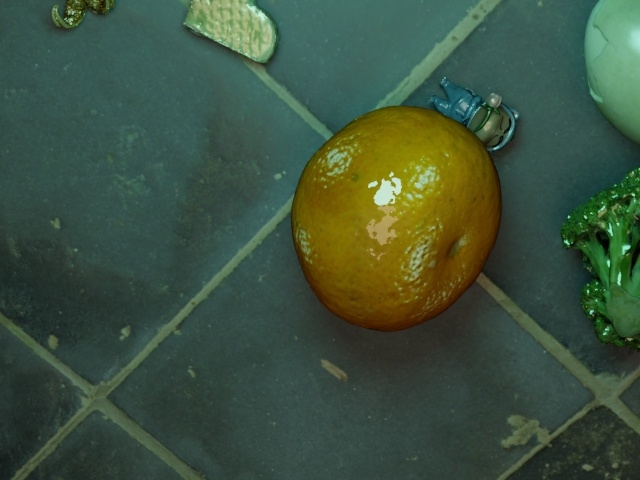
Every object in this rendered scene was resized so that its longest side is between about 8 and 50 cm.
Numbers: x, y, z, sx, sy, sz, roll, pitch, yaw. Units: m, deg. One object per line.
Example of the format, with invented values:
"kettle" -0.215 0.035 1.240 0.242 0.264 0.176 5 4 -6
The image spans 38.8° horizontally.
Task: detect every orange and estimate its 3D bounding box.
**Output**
"orange" 0.133 -0.043 1.690 0.326 0.423 0.424 33 114 37

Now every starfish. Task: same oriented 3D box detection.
"starfish" -0.449 -0.492 1.714 0.189 0.074 0.146 -20 109 9

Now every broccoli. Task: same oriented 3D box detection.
"broccoli" 0.638 0.032 1.731 0.309 0.321 0.413 -8 158 -30

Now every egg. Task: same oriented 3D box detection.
"egg" 0.612 -0.318 1.617 0.278 0.278 0.336 -38 106 14

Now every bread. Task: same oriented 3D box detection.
"bread" -0.178 -0.432 1.728 0.172 0.064 0.232 -22 105 10

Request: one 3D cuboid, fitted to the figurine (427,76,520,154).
"figurine" 0.294 -0.240 1.739 0.178 0.144 0.114 33 93 3
